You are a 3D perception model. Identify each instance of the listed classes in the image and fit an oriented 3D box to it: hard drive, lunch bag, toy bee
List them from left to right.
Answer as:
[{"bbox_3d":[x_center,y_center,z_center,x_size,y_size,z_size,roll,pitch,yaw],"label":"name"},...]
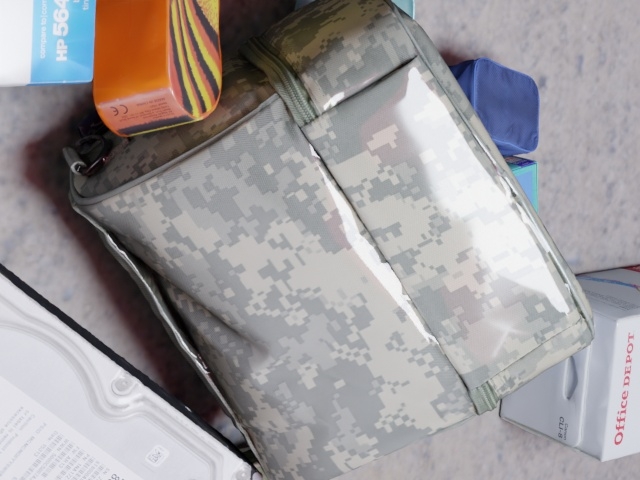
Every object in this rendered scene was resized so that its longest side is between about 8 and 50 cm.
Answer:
[{"bbox_3d":[-0.221,0.159,1.251,0.237,0.064,0.339,-48,130,-3],"label":"hard drive"},{"bbox_3d":[-0.091,-0.199,1.226,0.162,0.195,0.298,36,66,-65],"label":"toy bee"},{"bbox_3d":[0.000,0.000,1.300,0.256,0.212,0.305,-34,111,-3],"label":"lunch bag"},{"bbox_3d":[0.121,-0.103,1.491,0.098,0.065,0.067,18,70,-44],"label":"lunch bag"}]

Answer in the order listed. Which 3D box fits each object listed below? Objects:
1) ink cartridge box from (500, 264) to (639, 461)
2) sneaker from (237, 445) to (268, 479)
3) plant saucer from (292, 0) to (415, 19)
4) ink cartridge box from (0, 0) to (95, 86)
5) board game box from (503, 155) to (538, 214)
[{"bbox_3d":[0.264,0.102,1.630,0.176,0.127,0.128,-7,107,-39],"label":"ink cartridge box"},{"bbox_3d":[-0.022,0.182,1.439,0.192,0.086,0.064,-12,110,-37],"label":"sneaker"},{"bbox_3d":[0.021,-0.170,1.417,0.119,0.021,0.119,-12,110,-37],"label":"plant saucer"},{"bbox_3d":[-0.256,-0.140,1.108,0.203,0.148,0.086,-6,107,-39],"label":"ink cartridge box"},{"bbox_3d":[0.088,0.030,1.514,0.210,0.047,0.160,-16,112,-35],"label":"board game box"}]
